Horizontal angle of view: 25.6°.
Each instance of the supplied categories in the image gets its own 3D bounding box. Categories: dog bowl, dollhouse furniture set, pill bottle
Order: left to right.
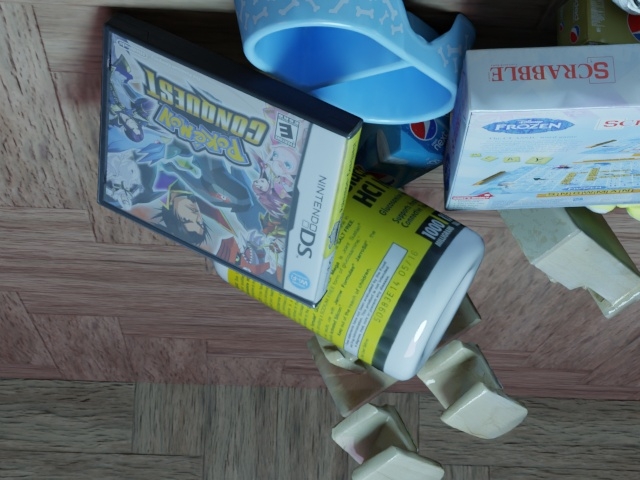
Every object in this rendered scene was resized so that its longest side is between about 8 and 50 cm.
[{"bbox_3d":[0.000,0.000,1.584,0.334,0.188,0.188,29,167,11],"label":"pill bottle"},{"bbox_3d":[0.036,-0.189,1.356,0.166,0.074,0.297,-10,161,33],"label":"dog bowl"},{"bbox_3d":[0.175,0.076,1.788,0.394,0.362,0.256,-37,148,16],"label":"dollhouse furniture set"}]

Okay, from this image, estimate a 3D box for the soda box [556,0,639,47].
[{"bbox_3d":[0.319,-0.193,1.346,0.181,0.058,0.061,7,163,-18],"label":"soda box"}]

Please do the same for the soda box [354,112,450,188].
[{"bbox_3d":[0.070,-0.101,1.650,0.067,0.071,0.210,9,162,-25],"label":"soda box"}]

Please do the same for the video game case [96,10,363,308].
[{"bbox_3d":[-0.102,-0.076,1.426,0.275,0.035,0.248,25,137,13],"label":"video game case"}]

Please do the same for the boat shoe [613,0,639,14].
[{"bbox_3d":[0.280,-0.230,1.211,0.066,0.063,0.184,1,163,2],"label":"boat shoe"}]

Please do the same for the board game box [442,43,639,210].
[{"bbox_3d":[0.290,-0.107,1.403,0.319,0.066,0.318,-2,165,0],"label":"board game box"}]

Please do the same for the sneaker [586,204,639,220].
[{"bbox_3d":[0.390,-0.084,1.675,0.126,0.091,0.240,-17,164,37],"label":"sneaker"}]
